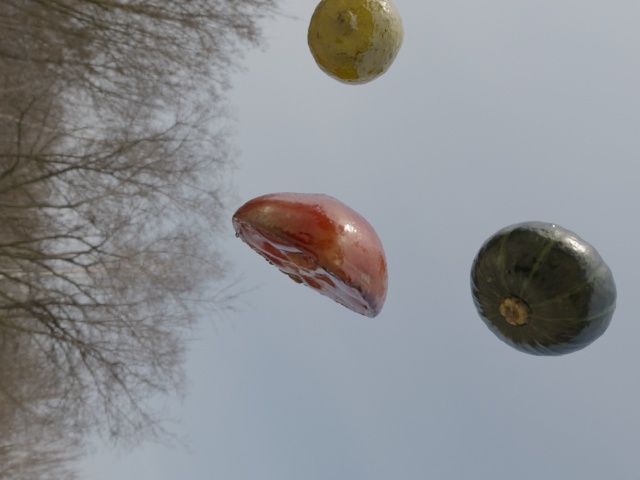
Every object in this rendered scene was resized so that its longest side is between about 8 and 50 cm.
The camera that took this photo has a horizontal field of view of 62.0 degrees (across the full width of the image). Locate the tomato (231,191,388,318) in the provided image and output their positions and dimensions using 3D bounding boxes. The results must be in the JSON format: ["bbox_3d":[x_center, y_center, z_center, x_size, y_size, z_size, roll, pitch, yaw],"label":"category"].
[{"bbox_3d":[0.000,0.000,0.457,0.155,0.155,0.069,17,-110,50],"label":"tomato"}]

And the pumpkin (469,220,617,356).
[{"bbox_3d":[0.261,0.057,0.637,0.167,0.125,0.167,49,-25,32],"label":"pumpkin"}]

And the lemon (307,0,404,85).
[{"bbox_3d":[0.023,-0.134,0.350,0.062,0.083,0.062,2,-81,16],"label":"lemon"}]
